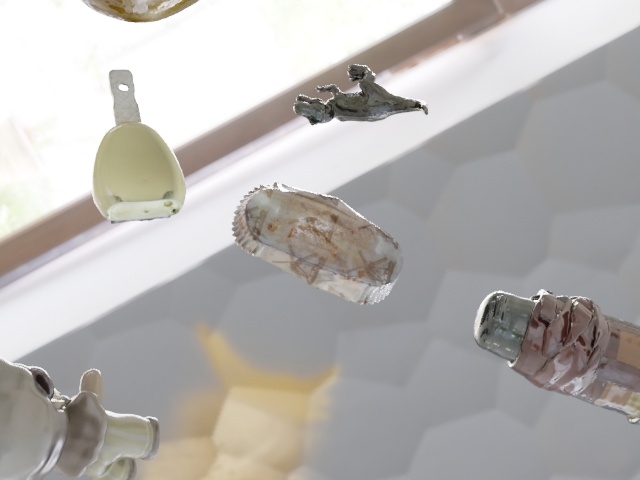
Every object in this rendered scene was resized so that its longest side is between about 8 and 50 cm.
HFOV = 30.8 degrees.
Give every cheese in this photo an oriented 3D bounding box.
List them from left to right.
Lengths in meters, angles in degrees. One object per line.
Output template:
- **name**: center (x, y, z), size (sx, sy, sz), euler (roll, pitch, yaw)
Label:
- **cheese**: center (-0.267, -0.141, 1.633), size (0.054, 0.127, 0.251), euler (111, -31, -57)

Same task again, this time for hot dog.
- **hot dog**: center (0.000, 0.000, 1.714), size (0.268, 0.144, 0.075), euler (25, -30, -9)

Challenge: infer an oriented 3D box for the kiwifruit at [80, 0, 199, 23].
- **kiwifruit**: center (-0.186, -0.344, 1.281), size (0.196, 0.234, 0.196), euler (36, -22, 17)

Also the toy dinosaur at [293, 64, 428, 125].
- **toy dinosaur**: center (0.063, -0.186, 1.769), size (0.179, 0.187, 0.087), euler (-115, -173, -47)

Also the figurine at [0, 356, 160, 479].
- **figurine**: center (-0.410, 0.279, 1.640), size (0.381, 0.248, 0.203), euler (18, 46, -41)

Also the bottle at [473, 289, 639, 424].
- **bottle**: center (0.342, 0.145, 1.586), size (0.156, 0.271, 0.143), euler (115, -5, -63)
